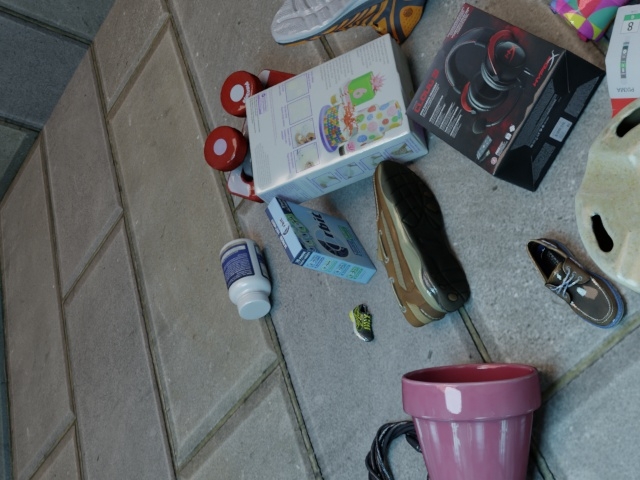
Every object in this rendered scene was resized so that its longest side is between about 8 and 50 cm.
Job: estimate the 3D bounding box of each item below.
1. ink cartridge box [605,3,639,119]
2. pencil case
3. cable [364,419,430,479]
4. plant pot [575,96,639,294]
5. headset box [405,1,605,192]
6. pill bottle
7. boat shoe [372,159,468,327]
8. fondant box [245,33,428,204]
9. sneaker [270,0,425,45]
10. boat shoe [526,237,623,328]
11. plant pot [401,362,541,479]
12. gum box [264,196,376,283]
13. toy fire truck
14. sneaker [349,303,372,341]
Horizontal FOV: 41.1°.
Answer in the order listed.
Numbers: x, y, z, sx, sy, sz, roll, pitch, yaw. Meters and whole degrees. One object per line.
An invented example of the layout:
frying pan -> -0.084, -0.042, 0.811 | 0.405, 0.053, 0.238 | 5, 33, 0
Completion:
ink cartridge box -> 0.480, -0.224, 1.194 | 0.181, 0.056, 0.224 | 11, 84, 54
pencil case -> 0.446, -0.410, 1.269 | 0.236, 0.104, 0.104 | -52, 42, 25
cable -> 0.142, 0.373, 1.405 | 0.150, 0.047, 0.184 | -49, 42, 29
plant pot -> 0.459, -0.023, 0.930 | 0.334, 0.305, 0.333 | -23, 60, 46
headset box -> 0.284, -0.245, 1.405 | 0.218, 0.110, 0.293 | -62, 38, 16
pill bottle -> -0.161, 0.086, 1.866 | 0.094, 0.094, 0.169 | -47, 44, 31
boat shoe -> 0.144, 0.004, 1.485 | 0.120, 0.123, 0.324 | -46, 44, 36
fondant box -> 0.023, -0.224, 1.654 | 0.330, 0.096, 0.238 | -21, 59, 22
sneaker -> 0.073, -0.433, 1.670 | 0.321, 0.180, 0.124 | -22, 58, 16
boat shoe -> 0.357, 0.060, 1.230 | 0.066, 0.066, 0.183 | -60, 39, 18
plant pot -> 0.222, 0.279, 1.233 | 0.201, 0.201, 0.180 | -7, 87, 51
gum box -> 0.000, 0.000, 1.616 | 0.041, 0.184, 0.157 | -54, 40, 24
toy fire truck -> -0.094, -0.227, 1.865 | 0.254, 0.169, 0.302 | 17, 92, 35
sneaker -> 0.079, 0.152, 1.584 | 0.035, 0.031, 0.083 | -51, 42, 26
